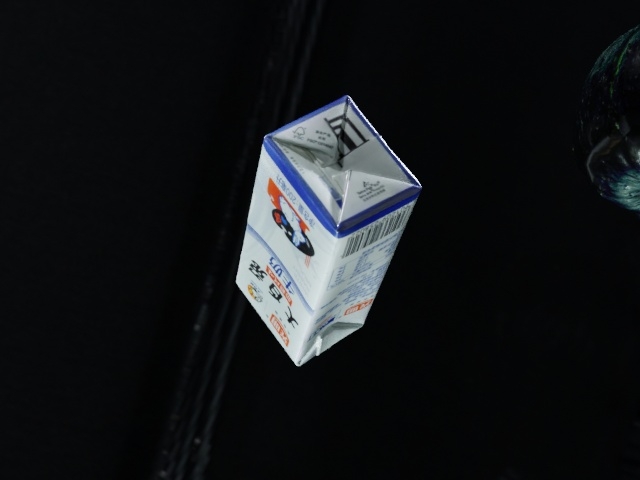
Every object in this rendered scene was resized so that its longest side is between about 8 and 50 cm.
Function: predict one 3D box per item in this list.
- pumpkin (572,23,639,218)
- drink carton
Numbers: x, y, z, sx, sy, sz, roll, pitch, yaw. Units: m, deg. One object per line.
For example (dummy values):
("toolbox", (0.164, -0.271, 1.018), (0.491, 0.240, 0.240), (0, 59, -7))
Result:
("pumpkin", (0.454, -0.147, 1.529), (0.315, 0.315, 0.238), (43, -111, -40))
("drink carton", (0.000, 0.000, 1.335), (0.106, 0.130, 0.315), (-28, -21, -22))
